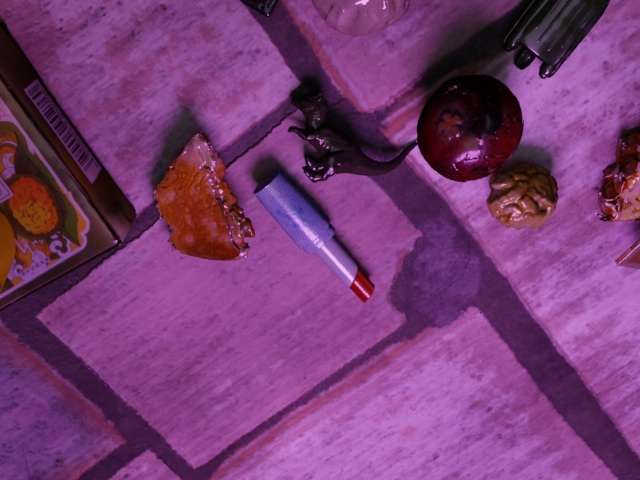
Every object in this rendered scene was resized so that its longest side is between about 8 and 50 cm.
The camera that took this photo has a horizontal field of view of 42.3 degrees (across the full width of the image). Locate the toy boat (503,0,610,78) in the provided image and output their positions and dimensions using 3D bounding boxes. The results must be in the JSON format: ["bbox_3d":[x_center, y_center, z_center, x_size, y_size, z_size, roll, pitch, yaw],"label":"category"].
[{"bbox_3d":[0.371,-0.348,1.266,0.104,0.052,0.210,33,105,-12],"label":"toy boat"}]

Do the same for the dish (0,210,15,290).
[{"bbox_3d":[-0.532,0.020,1.210,0.149,0.080,0.207,0,110,-3],"label":"dish"}]

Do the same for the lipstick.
[{"bbox_3d":[0.000,0.000,1.381,0.068,0.061,0.274,-39,108,10],"label":"lipstick"}]

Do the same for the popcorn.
[{"bbox_3d":[0.327,-0.071,1.352,0.116,0.120,0.106,29,149,12],"label":"popcorn"}]

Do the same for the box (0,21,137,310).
[{"bbox_3d":[-0.565,-0.072,1.288,0.420,0.138,0.373,-28,110,8],"label":"box"}]

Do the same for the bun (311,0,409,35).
[{"bbox_3d":[0.071,-0.385,1.200,0.183,0.102,0.183,-6,120,-10],"label":"bun"}]

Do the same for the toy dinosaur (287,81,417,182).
[{"bbox_3d":[0.045,-0.171,1.302,0.179,0.087,0.187,-25,112,9],"label":"toy dinosaur"}]

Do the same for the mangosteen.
[{"bbox_3d":[0.233,-0.172,1.275,0.166,0.180,0.166,1,94,20],"label":"mangosteen"}]

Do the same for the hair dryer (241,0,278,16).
[{"bbox_3d":[-0.132,-0.471,1.194,0.248,0.078,0.195,31,108,-4],"label":"hair dryer"}]

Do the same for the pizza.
[{"bbox_3d":[-0.194,-0.066,1.348,0.147,0.069,0.226,-12,110,25],"label":"pizza"}]

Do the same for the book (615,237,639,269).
[{"bbox_3d":[0.615,-0.030,1.344,0.170,0.018,0.241,9,135,-33],"label":"book"}]

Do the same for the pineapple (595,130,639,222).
[{"bbox_3d":[0.560,-0.111,1.351,0.186,0.114,0.236,32,117,-14],"label":"pineapple"}]
